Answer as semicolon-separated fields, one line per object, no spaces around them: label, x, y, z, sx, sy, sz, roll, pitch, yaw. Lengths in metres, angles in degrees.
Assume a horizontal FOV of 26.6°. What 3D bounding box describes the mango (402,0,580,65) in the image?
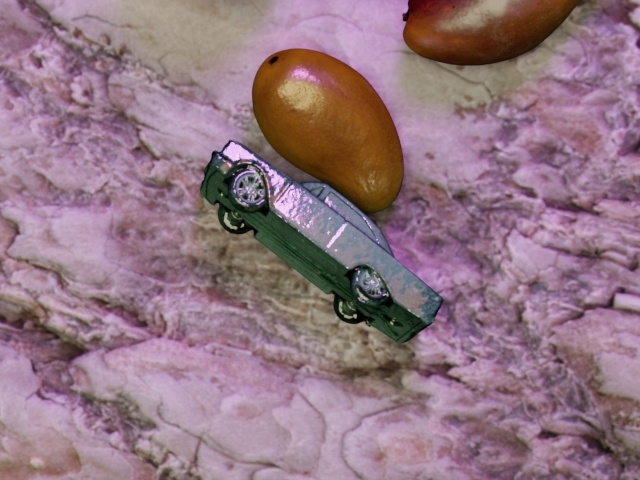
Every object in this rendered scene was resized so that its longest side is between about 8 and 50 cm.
mango;0.220;-0.284;1.549;0.267;0.111;0.133;-29;78;10

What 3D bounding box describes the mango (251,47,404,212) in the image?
mango;0.015;-0.133;1.601;0.136;0.099;0.227;-42;100;5

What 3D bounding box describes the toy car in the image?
toy car;0.000;0.000;1.607;0.320;0.141;0.097;38;72;1
